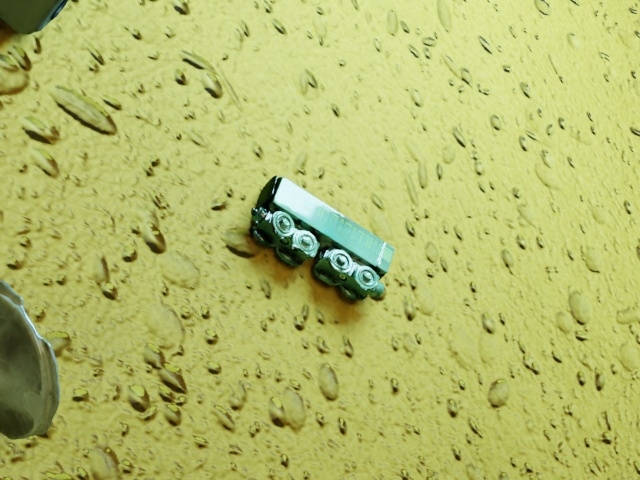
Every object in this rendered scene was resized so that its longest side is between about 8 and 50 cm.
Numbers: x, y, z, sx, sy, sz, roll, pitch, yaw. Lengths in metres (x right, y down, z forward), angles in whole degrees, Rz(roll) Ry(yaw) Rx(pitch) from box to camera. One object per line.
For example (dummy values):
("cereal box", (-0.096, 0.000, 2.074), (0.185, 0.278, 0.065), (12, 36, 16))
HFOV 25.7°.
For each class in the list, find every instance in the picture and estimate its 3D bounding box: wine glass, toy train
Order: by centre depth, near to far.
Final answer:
("wine glass", (-0.302, 0.108, 0.939), (0.232, 0.156, 0.156), (-15, 75, -44))
("toy train", (0.000, 0.000, 1.296), (0.148, 0.038, 0.071), (32, 47, -18))

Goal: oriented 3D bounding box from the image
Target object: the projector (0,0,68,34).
("projector", (-0.254, -0.322, 1.248), (0.192, 0.099, 0.256), (39, 48, -11))
